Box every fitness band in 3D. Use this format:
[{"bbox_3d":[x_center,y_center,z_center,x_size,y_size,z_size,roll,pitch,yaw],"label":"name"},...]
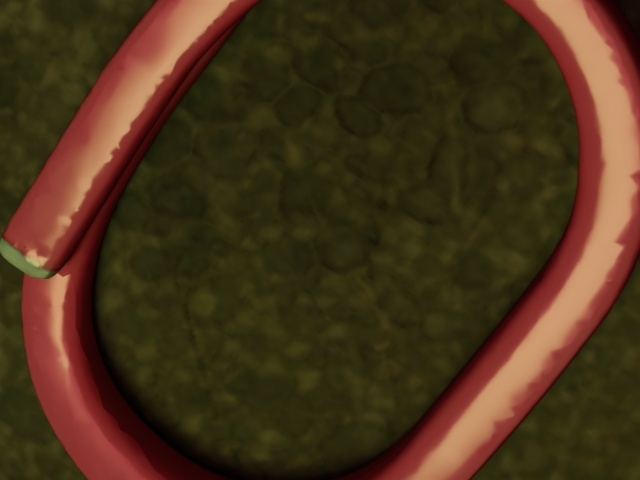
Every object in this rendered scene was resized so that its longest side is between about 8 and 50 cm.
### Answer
[{"bbox_3d":[0.000,0.000,0.676,0.209,0.054,0.291,38,110,2],"label":"fitness band"}]
